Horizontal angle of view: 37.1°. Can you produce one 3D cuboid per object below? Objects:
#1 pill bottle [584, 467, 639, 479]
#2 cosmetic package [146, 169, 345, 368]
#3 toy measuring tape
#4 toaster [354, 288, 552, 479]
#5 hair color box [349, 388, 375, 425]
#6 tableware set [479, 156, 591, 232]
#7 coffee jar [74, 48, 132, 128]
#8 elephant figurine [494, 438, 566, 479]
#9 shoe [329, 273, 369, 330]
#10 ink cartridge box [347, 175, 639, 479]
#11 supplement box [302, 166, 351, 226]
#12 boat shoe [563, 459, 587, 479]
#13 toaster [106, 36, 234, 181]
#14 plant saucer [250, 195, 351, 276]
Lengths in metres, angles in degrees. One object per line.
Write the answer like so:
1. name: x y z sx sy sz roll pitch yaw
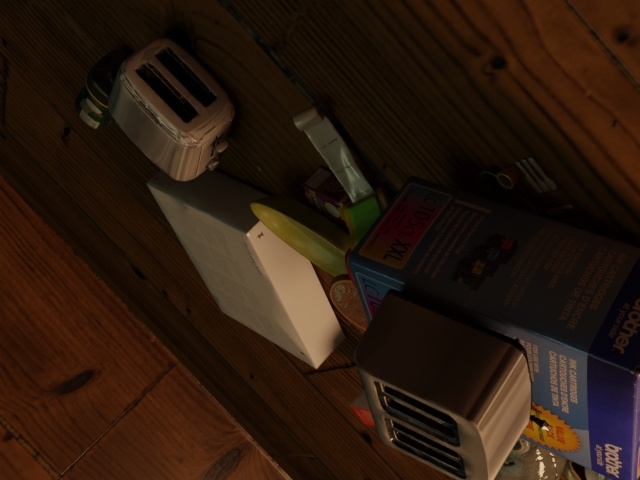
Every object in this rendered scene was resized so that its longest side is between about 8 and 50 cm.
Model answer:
1. pill bottle: 0.437 0.305 1.171 0.208 0.117 0.117 22 149 45
2. cosmetic package: -0.131 0.041 1.756 0.284 0.097 0.377 28 153 40
3. toy measuring tape: 0.061 -0.022 1.258 0.121 0.121 0.330 10 140 56
4. toaster: 0.134 0.158 0.994 0.186 0.110 0.168 22 151 28
5. hair color box: 0.131 0.290 1.732 0.053 0.093 0.167 49 159 -11
6. tableware set: 0.243 -0.023 1.060 0.154 0.024 0.104 49 159 -11
7. coffee jar: -0.362 -0.259 1.636 0.079 0.096 0.184 46 158 -10
8. elephant figurine: 0.270 0.226 1.310 0.186 0.169 0.239 10 132 10
9. shoe: 0.110 0.101 1.388 0.219 0.058 0.076 26 118 -13
10. ink cartridge box: 0.252 0.110 1.066 0.395 0.151 0.270 19 150 30
11. supplement box: 0.022 -0.062 1.365 0.083 0.043 0.055 28 154 38
12. boat shoe: 0.418 0.369 1.410 0.135 0.050 0.045 33 161 28
13. toaster: -0.230 -0.208 1.453 0.227 0.129 0.146 47 155 1
14. plant saucer: 0.000 0.000 1.464 0.241 0.037 0.241 33 170 7
